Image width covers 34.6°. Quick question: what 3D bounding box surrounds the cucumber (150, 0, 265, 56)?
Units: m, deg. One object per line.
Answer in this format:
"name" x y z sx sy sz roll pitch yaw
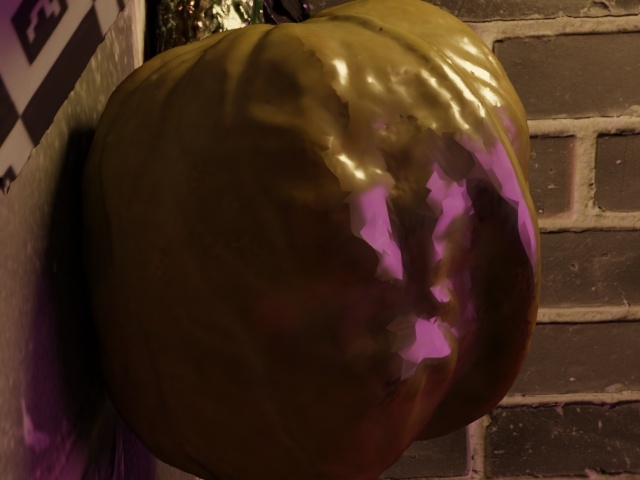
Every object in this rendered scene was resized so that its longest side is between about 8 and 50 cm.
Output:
"cucumber" -0.087 -0.153 0.798 0.096 0.096 0.359 85 7 -68

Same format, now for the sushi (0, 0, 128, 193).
"sushi" -0.034 -0.224 0.335 0.359 0.064 0.343 94 20 -66

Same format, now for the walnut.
"walnut" 0.001 -0.001 0.609 0.282 0.253 0.276 -74 157 -63

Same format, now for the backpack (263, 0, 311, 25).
"backpack" -0.069 -0.287 1.250 0.258 0.133 0.206 64 19 -70
